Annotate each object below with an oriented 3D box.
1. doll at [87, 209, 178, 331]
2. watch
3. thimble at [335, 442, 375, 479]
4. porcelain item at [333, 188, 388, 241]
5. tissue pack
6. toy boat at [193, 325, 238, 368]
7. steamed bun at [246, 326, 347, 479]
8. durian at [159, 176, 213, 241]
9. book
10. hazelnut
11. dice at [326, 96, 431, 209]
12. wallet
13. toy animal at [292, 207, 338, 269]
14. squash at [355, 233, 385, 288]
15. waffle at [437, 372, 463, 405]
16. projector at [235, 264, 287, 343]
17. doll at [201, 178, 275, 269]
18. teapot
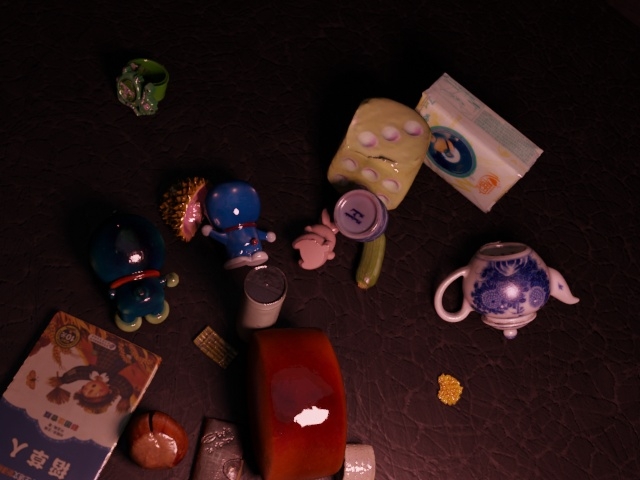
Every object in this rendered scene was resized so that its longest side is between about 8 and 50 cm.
[{"bbox_3d":[-0.495,0.063,1.839,0.198,0.186,0.322,-20,75,-23],"label":"doll"},{"bbox_3d":[-0.528,-0.468,2.134,0.165,0.131,0.152,35,43,8],"label":"watch"},{"bbox_3d":[0.090,0.579,1.790,0.090,0.102,0.115,6,93,-12],"label":"thimble"},{"bbox_3d":[0.120,-0.069,2.028,0.147,0.114,0.147,-3,82,18],"label":"porcelain item"},{"bbox_3d":[0.457,-0.299,2.200,0.388,0.287,0.162,41,66,7],"label":"tissue pack"},{"bbox_3d":[-0.281,0.287,1.880,0.115,0.016,0.063,39,61,6],"label":"toy boat"},{"bbox_3d":[-0.060,0.401,1.721,0.235,0.248,0.380,-2,79,-15],"label":"steamed bun"},{"bbox_3d":[-0.376,-0.103,1.995,0.132,0.165,0.182,43,83,-27],"label":"durian"},{"bbox_3d":[-0.622,0.414,1.718,0.300,0.039,0.428,25,61,-2],"label":"book"},{"bbox_3d":[-0.396,0.483,1.700,0.154,0.143,0.143,23,61,-12],"label":"hazelnut"},{"bbox_3d":[0.177,-0.265,2.130,0.252,0.254,0.250,24,59,-1],"label":"dice"},{"bbox_3d":[-0.255,0.563,1.746,0.121,0.031,0.232,14,62,-6],"label":"wallet"},{"bbox_3d":[-0.002,0.001,2.053,0.124,0.124,0.212,33,30,2],"label":"toy animal"},{"bbox_3d":[0.151,0.047,2.075,0.077,0.068,0.219,25,59,-23],"label":"squash"},{"bbox_3d":[0.363,0.423,1.982,0.078,0.016,0.085,24,62,-2],"label":"waffle"},{"bbox_3d":[-0.154,0.171,1.788,0.108,0.337,0.108,4,65,-9],"label":"projector"},{"bbox_3d":[-0.236,-0.046,1.988,0.215,0.161,0.257,-6,82,-37],"label":"doll"},{"bbox_3d":[0.543,0.157,2.048,0.423,0.252,0.280,-8,104,2],"label":"teapot"}]
